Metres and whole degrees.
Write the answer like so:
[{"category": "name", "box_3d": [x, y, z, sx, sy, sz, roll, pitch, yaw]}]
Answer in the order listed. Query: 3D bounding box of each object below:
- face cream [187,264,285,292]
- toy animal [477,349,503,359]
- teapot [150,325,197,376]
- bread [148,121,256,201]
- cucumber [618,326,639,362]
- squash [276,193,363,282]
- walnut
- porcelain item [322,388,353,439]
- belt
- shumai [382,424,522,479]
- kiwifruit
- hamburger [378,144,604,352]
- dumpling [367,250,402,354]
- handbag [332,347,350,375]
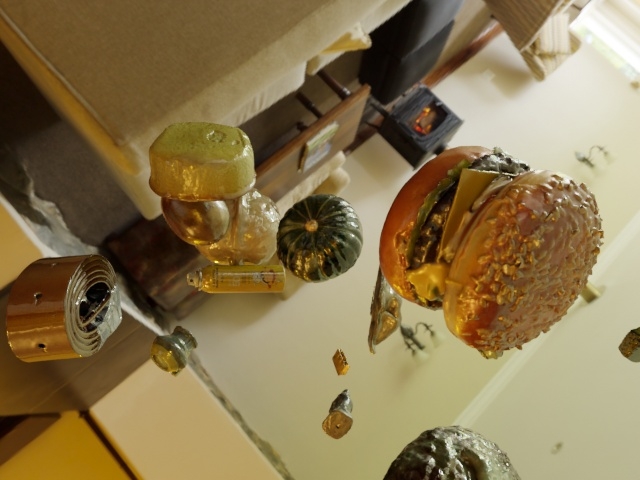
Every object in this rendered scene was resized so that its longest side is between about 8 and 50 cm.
[{"category": "face cream", "box_3d": [-0.310, 0.141, 1.748, 0.349, 0.104, 0.105, 2, 153, -17]}, {"category": "toy animal", "box_3d": [0.584, 0.325, 1.705, 0.094, 0.225, 0.121, -18, -177, -2]}, {"category": "teapot", "box_3d": [-0.453, 0.350, 1.479, 0.119, 0.131, 0.165, -46, 146, -42]}, {"category": "bread", "box_3d": [-0.294, -0.192, 1.184, 0.270, 0.270, 0.147, -35, 142, -41]}, {"category": "cucumber", "box_3d": [0.785, 0.245, 1.156, 0.220, 0.071, 0.046, 72, 24, -52]}, {"category": "squash", "box_3d": [-0.003, -0.003, 1.110, 0.218, 0.218, 0.172, -41, 163, -14]}, {"category": "walnut", "box_3d": [-0.330, -0.057, 1.885, 0.381, 0.381, 0.381, -42, 171, -8]}, {"category": "porcelain item", "box_3d": [0.057, 0.481, 1.351, 0.081, 0.069, 0.216, -55, 176, 7]}, {"category": "belt", "box_3d": [-0.538, 0.141, 1.034, 0.122, 0.217, 0.339, -5, -172, -7]}, {"category": "shumai", "box_3d": [0.269, 0.523, 0.713, 0.395, 0.394, 0.348, -38, -159, -28]}, {"category": "kiwifruit", "box_3d": [-0.391, -0.089, 1.506, 0.196, 0.234, 0.196, -37, 171, -7]}, {"category": "hamburger", "box_3d": [0.245, 0.009, 0.670, 0.291, 0.225, 0.290, -20, 126, -30]}, {"category": "dumpling", "box_3d": [0.197, 0.158, 1.380, 0.166, 0.086, 0.331, 107, -10, -68]}, {"category": "handbag", "box_3d": [0.071, 0.433, 1.689, 0.027, 0.083, 0.061, 3, 131, -25]}]
